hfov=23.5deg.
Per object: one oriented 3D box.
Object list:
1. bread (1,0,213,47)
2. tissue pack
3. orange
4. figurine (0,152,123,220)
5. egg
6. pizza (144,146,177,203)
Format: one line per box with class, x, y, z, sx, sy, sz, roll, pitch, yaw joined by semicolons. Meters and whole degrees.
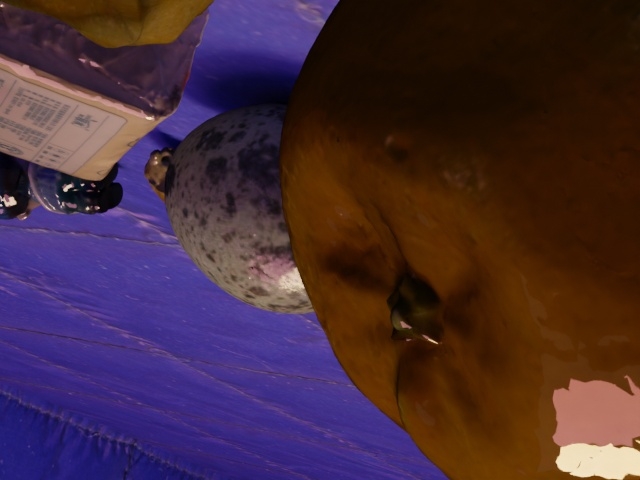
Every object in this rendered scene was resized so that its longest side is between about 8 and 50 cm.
bread;-0.135;-0.163;0.680;0.233;0.088;0.161;24;169;-17
tissue pack;-0.163;-0.109;0.904;0.148;0.092;0.196;22;166;-16
orange;0.112;-0.017;0.579;0.279;0.235;0.279;41;155;24
figurine;-0.236;-0.044;1.273;0.136;0.079;0.077;13;124;35
egg;-0.029;-0.023;0.987;0.172;0.132;0.132;19;170;38
pizza;0.000;0.000;1.188;0.292;0.058;0.197;27;162;-34
